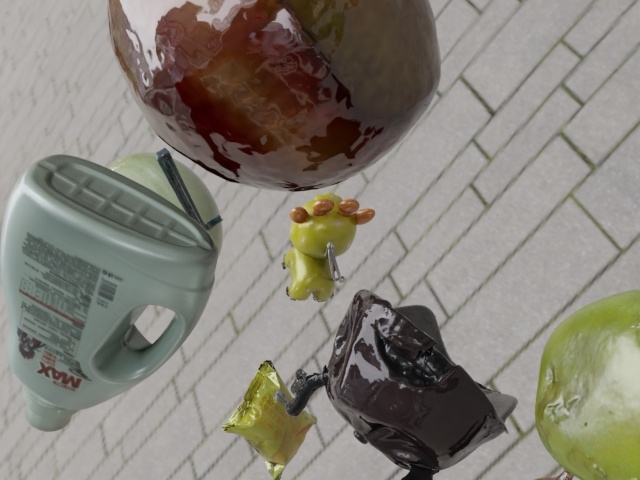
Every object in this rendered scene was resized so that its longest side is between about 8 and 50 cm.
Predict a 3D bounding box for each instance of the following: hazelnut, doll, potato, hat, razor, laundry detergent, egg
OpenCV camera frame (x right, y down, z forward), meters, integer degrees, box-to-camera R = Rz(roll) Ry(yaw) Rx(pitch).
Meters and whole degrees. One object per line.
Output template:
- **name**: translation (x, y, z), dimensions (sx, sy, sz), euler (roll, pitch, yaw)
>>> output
- **hazelnut**: translation (-0.067, -0.252, 1.116), dimensions (0.421, 0.421, 0.352), euler (-44, 23, 25)
- **doll**: translation (0.000, 0.000, 1.497), dimensions (0.221, 0.143, 0.135), euler (116, 152, -50)
- **potato**: translation (0.283, 0.128, 0.745), dimensions (0.253, 0.148, 0.186), euler (-30, 26, 49)
- **hat**: translation (0.099, 0.204, 1.102), dimensions (0.238, 0.336, 0.209), euler (44, 97, 23)
- **razor**: translation (-0.170, -0.053, 1.130), dimensions (0.066, 0.190, 0.033), euler (-30, 58, -9)
- **laundry detergent**: translation (-0.298, 0.107, 1.149), dimensions (0.124, 0.264, 0.397), euler (-65, 0, -56)
- **egg**: translation (-0.291, -0.037, 1.622), dimensions (0.295, 0.218, 0.218), euler (33, 95, 32)

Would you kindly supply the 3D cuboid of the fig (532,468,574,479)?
- **fig**: translation (0.252, 0.318, 1.023), dimensions (0.119, 0.119, 0.153), euler (13, 64, 53)

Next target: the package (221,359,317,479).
- **package**: translation (-0.092, 0.359, 1.760), dimensions (0.090, 0.226, 0.168), euler (10, 57, 41)
